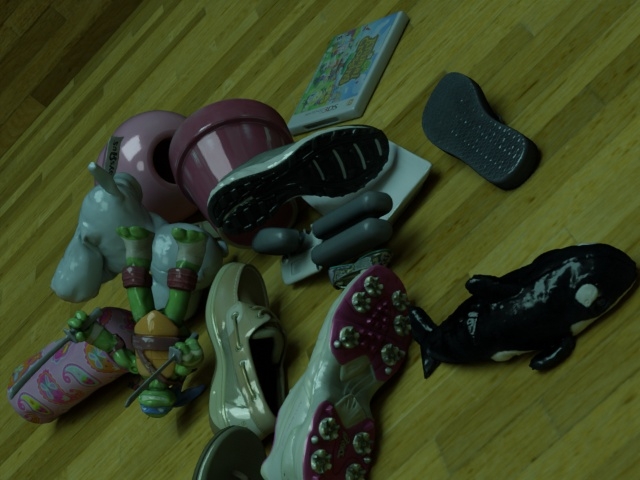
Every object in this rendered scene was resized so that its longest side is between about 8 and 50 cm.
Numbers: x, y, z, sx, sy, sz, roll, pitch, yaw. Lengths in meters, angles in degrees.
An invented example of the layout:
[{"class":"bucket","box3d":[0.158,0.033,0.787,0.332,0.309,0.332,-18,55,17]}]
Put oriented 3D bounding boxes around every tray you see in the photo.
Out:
[{"class":"tray","box3d":[0.066,-0.079,1.660,0.145,0.030,0.270,-52,27,1]}]

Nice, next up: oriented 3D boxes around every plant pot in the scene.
[{"class":"plant pot","box3d":[-0.121,-0.092,1.808,0.201,0.201,0.180,-42,45,19]}]

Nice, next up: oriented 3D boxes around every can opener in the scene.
[{"class":"can opener","box3d":[0.000,0.000,1.565,0.280,0.093,0.074,-23,63,55]}]

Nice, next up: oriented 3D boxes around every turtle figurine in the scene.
[{"class":"turtle figurine","box3d":[-0.252,0.110,1.606,0.198,0.275,0.266,-7,75,52]}]

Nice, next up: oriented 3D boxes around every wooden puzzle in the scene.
[{"class":"wooden puzzle","box3d":[-0.281,0.221,1.851,0.049,0.006,0.083,-58,28,-14]}]

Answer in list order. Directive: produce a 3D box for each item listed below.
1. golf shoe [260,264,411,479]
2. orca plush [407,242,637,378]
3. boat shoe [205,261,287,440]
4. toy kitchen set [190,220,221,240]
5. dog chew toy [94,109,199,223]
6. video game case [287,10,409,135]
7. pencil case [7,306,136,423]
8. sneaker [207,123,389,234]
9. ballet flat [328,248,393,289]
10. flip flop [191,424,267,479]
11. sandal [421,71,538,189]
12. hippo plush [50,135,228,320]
[{"class":"golf shoe","box3d":[0.012,0.165,1.363,0.140,0.115,0.306,-21,39,50]},{"class":"orca plush","box3d":[0.188,0.055,1.231,0.287,0.102,0.151,-14,45,50]},{"class":"boat shoe","box3d":[-0.088,0.141,1.553,0.098,0.109,0.302,-30,39,25]},{"class":"toy kitchen set","box3d":[-0.191,0.013,1.951,0.083,0.075,0.068,111,144,-70]},{"class":"dog chew toy","box3d":[-0.326,-0.122,2.140,0.332,0.207,0.206,-12,46,61]},{"class":"video game case","box3d":[0.043,-0.281,1.946,0.193,0.023,0.212,-8,49,53]},{"class":"pencil case","box3d":[-0.403,0.211,1.934,0.284,0.124,0.124,-32,33,34]},{"class":"sneaker","box3d":[-0.034,-0.103,1.639,0.272,0.100,0.108,-20,24,7]},{"class":"ballet flat","box3d":[0.055,0.043,1.529,0.114,0.041,0.041,-22,40,45]},{"class":"flip flop","box3d":[-0.098,0.343,1.315,0.080,0.112,0.277,-25,41,37]},{"class":"sandal","box3d":[0.206,-0.136,1.505,0.097,0.054,0.254,-51,36,16]},{"class":"hippo plush","box3d":[-0.266,-0.001,1.847,0.234,0.237,0.294,-72,6,-62]}]
